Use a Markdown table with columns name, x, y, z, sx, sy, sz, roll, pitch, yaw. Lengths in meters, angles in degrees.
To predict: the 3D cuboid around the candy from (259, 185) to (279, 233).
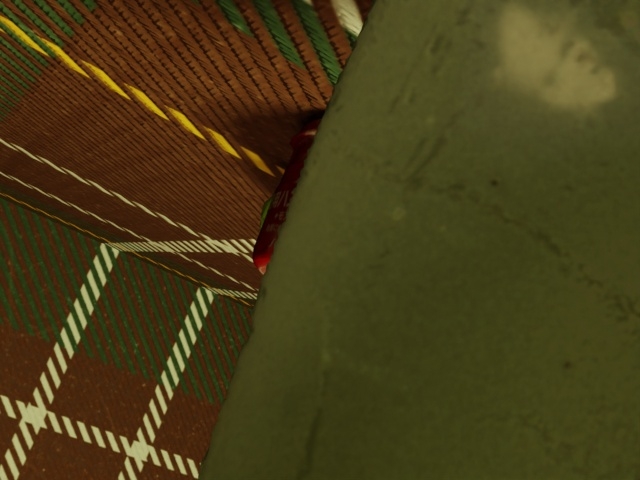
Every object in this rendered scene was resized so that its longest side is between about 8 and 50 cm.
| name | x | y | z | sx | sy | sz | roll | pitch | yaw |
| --- | --- | --- | --- | --- | --- | --- | --- | --- | --- |
| candy | 0.000 | 0.000 | 0.849 | 0.097 | 0.096 | 0.209 | 19 | 173 | 14 |

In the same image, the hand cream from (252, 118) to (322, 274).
| name | x | y | z | sx | sy | sz | roll | pitch | yaw |
| --- | --- | --- | --- | --- | --- | --- | --- | --- | --- |
| hand cream | 0.049 | -0.004 | 0.652 | 0.193 | 0.125 | 0.193 | 18 | 168 | 4 |

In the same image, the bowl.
| name | x | y | z | sx | sy | sz | roll | pitch | yaw |
| --- | --- | --- | --- | --- | --- | --- | --- | --- | --- |
| bowl | 0.090 | 0.075 | 0.212 | 0.196 | 0.434 | 0.435 | 19 | 169 | -11 |
